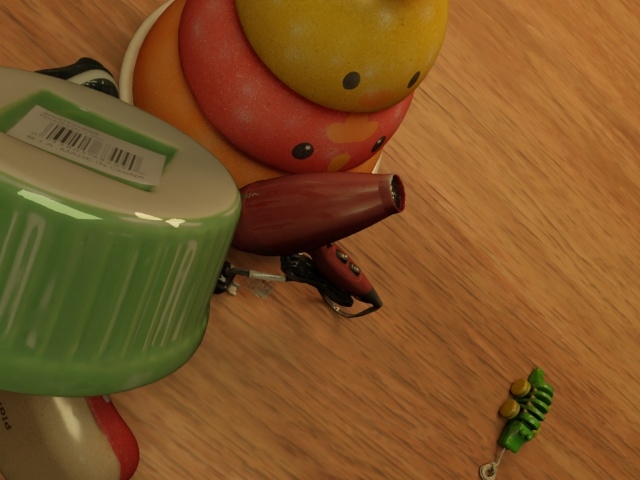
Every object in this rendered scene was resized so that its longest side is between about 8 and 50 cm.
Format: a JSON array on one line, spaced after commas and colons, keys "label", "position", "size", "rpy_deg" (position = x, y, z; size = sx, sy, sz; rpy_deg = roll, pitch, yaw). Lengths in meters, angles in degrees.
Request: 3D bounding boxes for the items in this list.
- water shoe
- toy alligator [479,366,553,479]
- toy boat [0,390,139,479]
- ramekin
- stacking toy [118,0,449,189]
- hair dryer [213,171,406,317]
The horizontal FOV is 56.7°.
[{"label": "water shoe", "position": [-0.326, -0.140, 0.660], "size": [0.203, 0.073, 0.080], "rpy_deg": [-25, 48, -16]}, {"label": "toy alligator", "position": [0.285, 0.257, 0.831], "size": [0.056, 0.051, 0.189], "rpy_deg": [42, 64, -9]}, {"label": "toy boat", "position": [-0.246, 0.137, 0.591], "size": [0.151, 0.151, 0.231], "rpy_deg": [-20, 85, -56]}, {"label": "ramekin", "position": [-0.216, -0.027, 0.512], "size": [0.303, 0.303, 0.148], "rpy_deg": [21, 112, -18]}, {"label": "stacking toy", "position": [0.001, -0.212, 0.585], "size": [0.351, 0.480, 0.350], "rpy_deg": [6, 74, -22]}, {"label": "hair dryer", "position": [0.000, 0.000, 0.644], "size": [0.224, 0.293, 0.080], "rpy_deg": [11, 64, -18]}]
